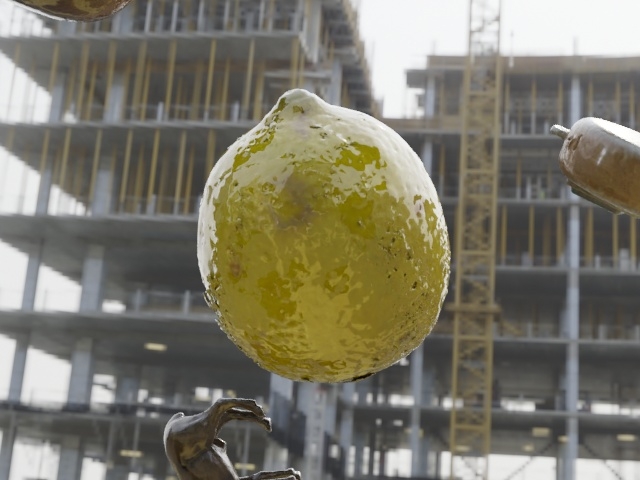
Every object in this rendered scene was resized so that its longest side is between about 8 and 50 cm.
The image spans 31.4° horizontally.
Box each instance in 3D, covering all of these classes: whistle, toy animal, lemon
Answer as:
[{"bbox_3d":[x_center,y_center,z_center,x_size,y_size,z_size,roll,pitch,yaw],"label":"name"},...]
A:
[{"bbox_3d":[0.248,-0.025,0.764,0.220,0.057,0.107,30,16,26],"label":"whistle"},{"bbox_3d":[-0.107,0.278,1.183,0.186,0.214,0.094,-27,3,-5],"label":"toy animal"},{"bbox_3d":[0.000,0.000,1.155,0.257,0.310,0.258,-9,23,4],"label":"lemon"}]

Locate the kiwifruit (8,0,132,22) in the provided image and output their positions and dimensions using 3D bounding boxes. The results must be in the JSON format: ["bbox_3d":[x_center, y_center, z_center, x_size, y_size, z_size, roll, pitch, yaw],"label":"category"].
[{"bbox_3d":[-0.302,-0.346,1.255,0.233,0.196,0.196,18,-13,15],"label":"kiwifruit"}]
